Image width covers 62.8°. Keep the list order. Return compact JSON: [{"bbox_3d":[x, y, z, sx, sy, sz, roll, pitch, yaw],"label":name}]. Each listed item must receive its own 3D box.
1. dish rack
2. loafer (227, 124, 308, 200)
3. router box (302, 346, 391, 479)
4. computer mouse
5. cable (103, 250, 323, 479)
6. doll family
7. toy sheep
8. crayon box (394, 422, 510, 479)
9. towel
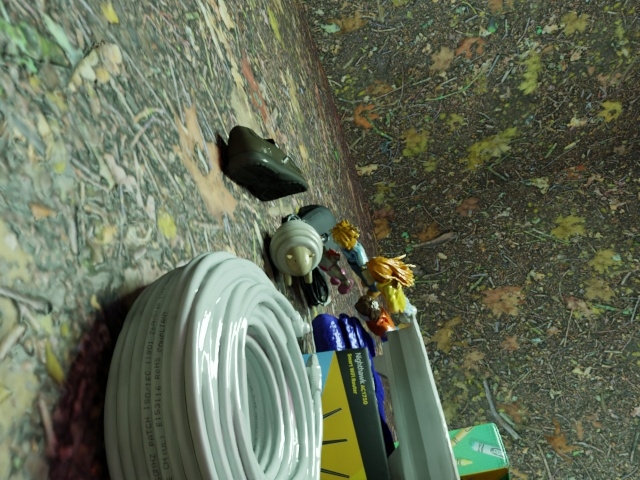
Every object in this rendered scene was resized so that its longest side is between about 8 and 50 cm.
[{"bbox_3d":[0.135,0.295,0.677,0.285,0.072,0.333,-93,167,-61],"label":"dish rack"},{"bbox_3d":[-0.075,-0.116,0.787,0.220,0.080,0.078,35,42,-75],"label":"loafer"},{"bbox_3d":[-0.001,0.212,0.560,0.046,0.133,0.179,87,-5,-58],"label":"router box"},{"bbox_3d":[0.000,0.000,1.068,0.272,0.072,0.189,-74,148,-71],"label":"computer mouse"},{"bbox_3d":[-0.071,0.135,0.427,0.257,0.089,0.257,-94,165,-45],"label":"cable"},{"bbox_3d":[0.073,0.049,0.851,0.263,0.118,0.163,46,-6,43],"label":"doll family"},{"bbox_3d":[-0.038,0.013,0.811,0.132,0.091,0.091,-116,-175,-60],"label":"toy sheep"},{"bbox_3d":[0.205,0.436,0.984,0.165,0.278,0.081,65,14,-47],"label":"crayon box"},{"bbox_3d":[0.072,0.274,0.771,0.228,0.076,0.308,50,26,-60],"label":"towel"}]
